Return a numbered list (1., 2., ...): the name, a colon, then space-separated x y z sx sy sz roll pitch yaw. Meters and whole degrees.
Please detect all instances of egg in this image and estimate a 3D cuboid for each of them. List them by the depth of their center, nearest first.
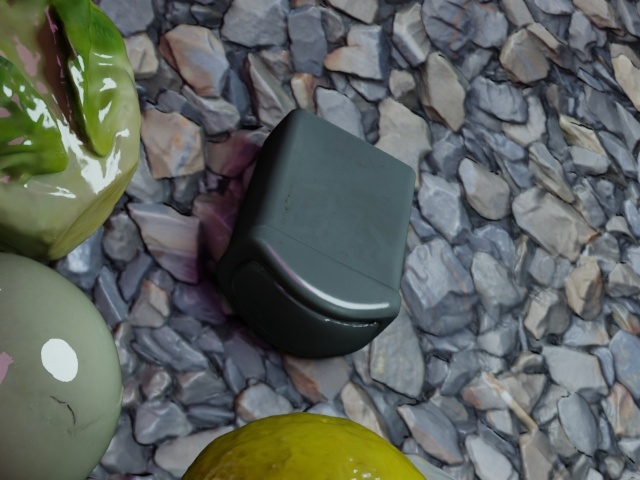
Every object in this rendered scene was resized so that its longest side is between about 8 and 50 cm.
1. egg: -0.267 0.118 1.321 0.219 0.219 0.269 47 16 1

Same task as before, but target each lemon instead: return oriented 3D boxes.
1. lemon: -0.017 0.273 1.371 0.260 0.260 0.284 51 34 4

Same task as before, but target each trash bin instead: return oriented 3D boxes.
1. trash bin: 0.000 0.000 1.663 0.176 0.101 0.236 27 48 -14

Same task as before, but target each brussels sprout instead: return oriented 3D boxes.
1. brussels sprout: -0.291 -0.123 1.461 0.294 0.227 0.259 48 50 -5

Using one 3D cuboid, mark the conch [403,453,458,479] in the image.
1. conch: 0.124 0.276 1.600 0.176 0.094 0.104 33 58 24
